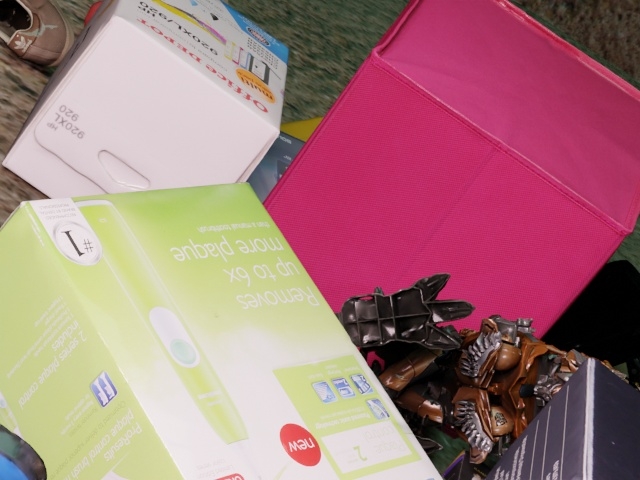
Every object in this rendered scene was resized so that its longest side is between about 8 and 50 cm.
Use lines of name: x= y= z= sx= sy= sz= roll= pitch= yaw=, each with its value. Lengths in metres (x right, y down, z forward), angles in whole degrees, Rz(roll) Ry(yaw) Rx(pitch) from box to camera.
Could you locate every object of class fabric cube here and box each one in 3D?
fabric cube: x=0.112 y=-0.042 z=1.586 sx=0.259 sy=0.258 sz=0.254 roll=35 pitch=33 yaw=0

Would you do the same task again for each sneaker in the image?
sneaker: x=-0.304 y=-0.241 z=1.750 sx=0.071 sy=0.066 sz=0.188 roll=9 pitch=33 yaw=-54

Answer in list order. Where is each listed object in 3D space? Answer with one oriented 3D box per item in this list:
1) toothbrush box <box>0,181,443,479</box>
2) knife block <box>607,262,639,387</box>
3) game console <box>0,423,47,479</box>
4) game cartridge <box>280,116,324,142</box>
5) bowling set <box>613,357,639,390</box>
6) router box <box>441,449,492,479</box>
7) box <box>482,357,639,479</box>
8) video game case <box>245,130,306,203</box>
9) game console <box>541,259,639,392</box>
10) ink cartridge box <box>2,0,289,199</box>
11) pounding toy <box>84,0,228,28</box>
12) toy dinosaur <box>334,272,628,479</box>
toothbrush box: x=-0.070 y=0.113 z=1.106 sx=0.206 sy=0.122 sz=0.283 roll=-7 pitch=59 yaw=-51
knife block: x=0.271 y=0.089 z=1.914 sx=0.275 sy=0.088 sz=0.242 roll=37 pitch=24 yaw=-43
game console: x=-0.278 y=0.048 z=0.964 sx=0.293 sy=0.250 sz=0.173 roll=35 pitch=45 yaw=-9
game cartridge: x=0.033 y=-0.016 z=1.869 sx=0.285 sy=0.053 sz=0.323 roll=42 pitch=18 yaw=11
bowling set: x=0.292 y=0.159 z=1.804 sx=0.287 sy=0.199 sz=0.154 roll=-49 pitch=121 yaw=-46
router box: x=0.192 y=0.313 z=1.331 sx=0.309 sy=0.081 sz=0.243 roll=37 pitch=18 yaw=-2
box: x=0.175 y=0.299 z=0.967 sx=0.343 sy=0.312 sz=0.179 roll=38 pitch=18 yaw=-3
video game case: x=0.000 y=0.000 z=1.694 sx=0.196 sy=0.026 sz=0.274 roll=23 pitch=32 yaw=-18
game console: x=0.241 y=0.133 z=1.635 sx=0.361 sy=0.213 sz=0.044 roll=-118 pitch=-171 yaw=-63
ink cartridge box: x=-0.143 y=-0.116 z=1.589 sx=0.171 sy=0.168 sz=0.233 roll=35 pitch=19 yaw=-13
pounding toy: x=-0.172 y=-0.247 z=1.923 sx=0.183 sy=0.110 sz=0.237 roll=61 pitch=32 yaw=-53
toy dinosaur: x=0.069 y=0.114 z=1.410 sx=0.218 sy=0.321 sz=0.164 roll=-5 pitch=81 yaw=-78
